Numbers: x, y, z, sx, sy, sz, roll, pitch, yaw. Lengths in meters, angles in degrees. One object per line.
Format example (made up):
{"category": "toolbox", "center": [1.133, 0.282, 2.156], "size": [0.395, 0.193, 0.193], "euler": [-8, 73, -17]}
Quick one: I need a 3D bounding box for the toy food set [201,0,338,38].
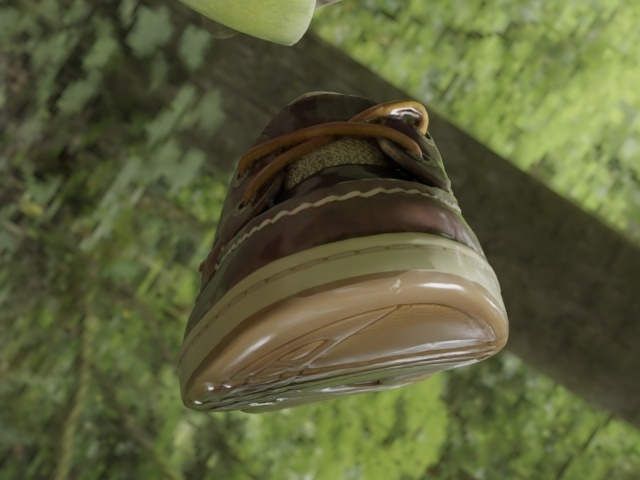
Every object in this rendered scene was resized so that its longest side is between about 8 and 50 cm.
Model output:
{"category": "toy food set", "center": [-0.056, -0.188, 0.727], "size": [0.071, 0.218, 0.128], "euler": [-43, -170, -26]}

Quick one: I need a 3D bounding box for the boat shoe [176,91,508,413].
{"category": "boat shoe", "center": [0.000, 0.000, 0.738], "size": [0.342, 0.123, 0.123], "euler": [74, 5, -83]}

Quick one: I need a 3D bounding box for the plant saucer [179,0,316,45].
{"category": "plant saucer", "center": [-0.050, -0.161, 0.439], "size": [0.037, 0.241, 0.241], "euler": [-15, 177, -9]}
